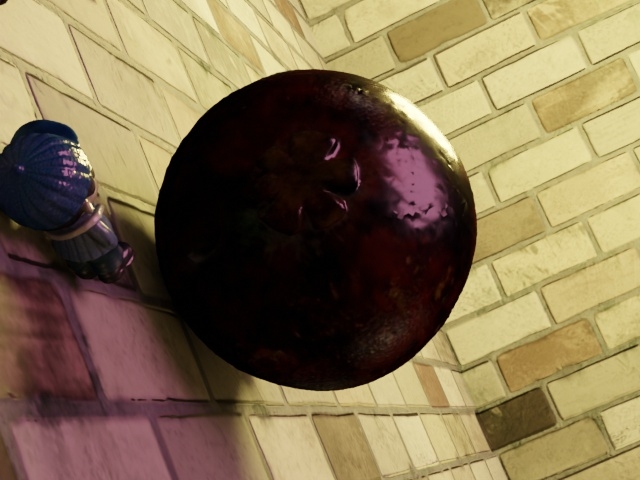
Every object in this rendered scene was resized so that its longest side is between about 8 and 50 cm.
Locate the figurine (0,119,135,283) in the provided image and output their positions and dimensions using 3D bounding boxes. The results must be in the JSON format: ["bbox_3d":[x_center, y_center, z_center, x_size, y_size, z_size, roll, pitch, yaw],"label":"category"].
[{"bbox_3d":[-0.183,-0.018,0.892,0.079,0.077,0.136,-56,145,-39],"label":"figurine"}]

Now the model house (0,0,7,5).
[{"bbox_3d":[-0.226,-0.308,0.934,0.230,0.280,0.249,24,58,-22],"label":"model house"}]

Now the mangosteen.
[{"bbox_3d":[-0.006,-0.003,1.149,0.311,0.311,0.311,61,11,-20],"label":"mangosteen"}]
